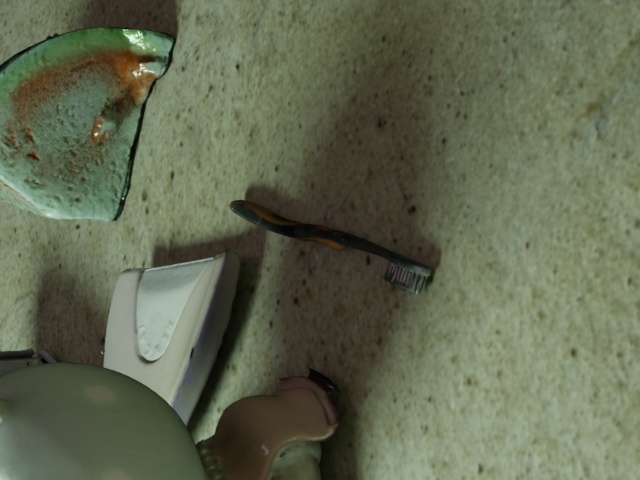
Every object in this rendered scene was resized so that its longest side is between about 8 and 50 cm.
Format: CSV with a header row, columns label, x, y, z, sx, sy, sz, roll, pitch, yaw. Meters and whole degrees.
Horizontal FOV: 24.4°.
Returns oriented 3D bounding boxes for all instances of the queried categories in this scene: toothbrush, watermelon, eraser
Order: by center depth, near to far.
label,x,y,z,sx,sy,sz,roll,pitch,yaw
toothbrush,0.001,-0.003,1.420,0.321,0.023,0.031,24,94,52
eraser,-0.163,0.138,1.547,0.204,0.059,0.243,-8,68,50
watermelon,-0.305,-0.117,1.713,0.320,0.289,0.214,-37,80,22

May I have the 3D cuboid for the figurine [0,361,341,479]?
label,x,y,z,sx,sy,sz,roll,pitch,yaw
figurine,-0.170,0.212,1.300,0.253,0.361,0.211,10,96,56

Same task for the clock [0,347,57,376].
label,x,y,z,sx,sy,sz,roll,pitch,yaw
clock,-0.350,0.192,1.695,0.193,0.144,0.073,30,114,52
